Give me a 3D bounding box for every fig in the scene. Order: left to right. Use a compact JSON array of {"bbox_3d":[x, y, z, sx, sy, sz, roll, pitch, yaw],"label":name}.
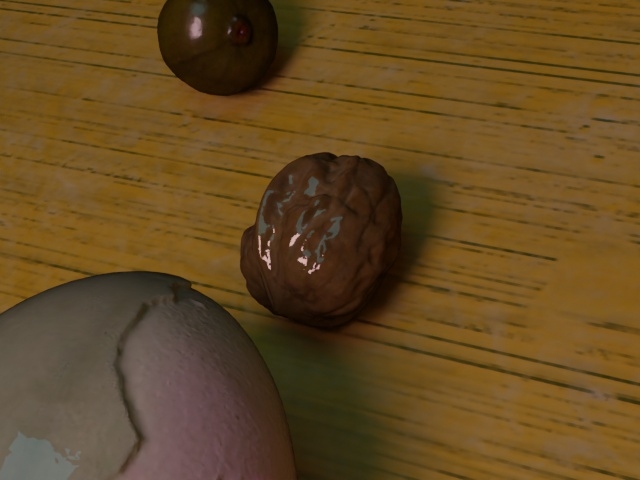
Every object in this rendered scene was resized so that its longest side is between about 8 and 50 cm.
[{"bbox_3d":[-0.067,-0.125,0.937,0.074,0.074,0.088,-45,22,-17],"label":"fig"}]

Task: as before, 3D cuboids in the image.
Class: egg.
[{"bbox_3d":[-0.098,0.110,0.662,0.183,0.183,0.217,5,62,27],"label":"egg"}]

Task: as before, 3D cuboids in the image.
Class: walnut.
[{"bbox_3d":[0.000,0.000,0.793,0.079,0.082,0.096,-13,41,54],"label":"walnut"}]
